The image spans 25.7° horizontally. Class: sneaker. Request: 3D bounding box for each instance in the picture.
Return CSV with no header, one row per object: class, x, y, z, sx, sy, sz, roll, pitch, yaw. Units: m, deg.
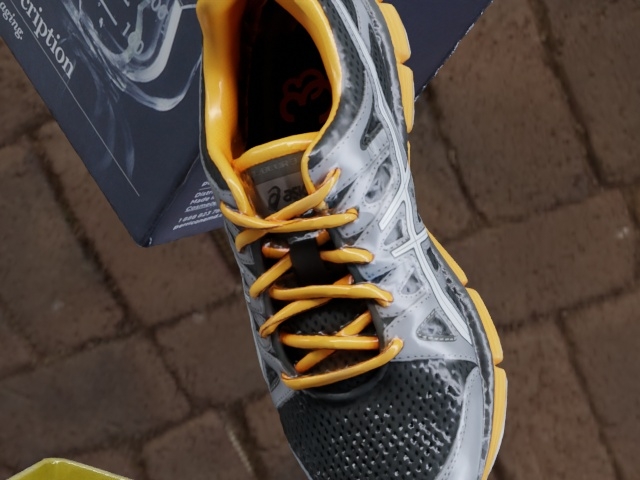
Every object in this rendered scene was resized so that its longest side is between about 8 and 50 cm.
sneaker,0.000,0.000,0.476,0.084,0.083,0.214,-20,75,19

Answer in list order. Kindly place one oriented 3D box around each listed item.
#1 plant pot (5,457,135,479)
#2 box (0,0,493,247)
plant pot,-0.145,0.282,0.919,0.212,0.212,0.187,14,100,14
box,-0.060,-0.233,0.769,0.343,0.179,0.312,54,133,19
